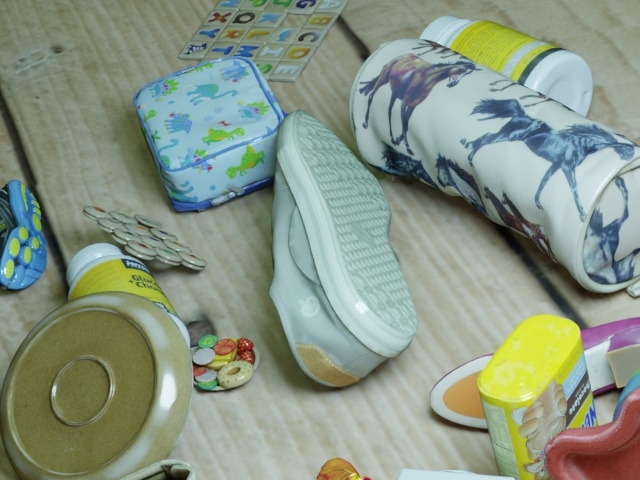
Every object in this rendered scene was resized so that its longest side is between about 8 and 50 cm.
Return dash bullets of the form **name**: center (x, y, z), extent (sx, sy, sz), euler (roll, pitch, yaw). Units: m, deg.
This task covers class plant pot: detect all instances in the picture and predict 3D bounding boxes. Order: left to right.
- **plant pot**: center (-0.244, 0.161, 1.942), extent (0.236, 0.032, 0.236), euler (-9, 68, 23)

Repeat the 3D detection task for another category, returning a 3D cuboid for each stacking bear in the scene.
- **stacking bear**: center (0.363, 0.148, 1.730), extent (0.175, 0.164, 0.289), euler (-38, 4, 45)

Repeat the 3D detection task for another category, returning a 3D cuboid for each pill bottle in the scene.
- **pill bottle**: center (-0.222, 0.080, 2.070), extent (0.103, 0.103, 0.184), euler (-25, 39, -11)
- **pill bottle**: center (0.217, -0.198, 2.243), extent (0.119, 0.119, 0.208), euler (-37, 43, -25)

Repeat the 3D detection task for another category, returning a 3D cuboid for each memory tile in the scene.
- **memory tile**: center (-0.207, -0.005, 2.184), extent (0.113, 0.012, 0.148), euler (13, 14, -40)

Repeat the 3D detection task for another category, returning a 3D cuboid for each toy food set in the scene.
- **toy food set**: center (-0.108, 0.134, 2.027), extent (0.083, 0.020, 0.083), euler (-3, 40, 17)

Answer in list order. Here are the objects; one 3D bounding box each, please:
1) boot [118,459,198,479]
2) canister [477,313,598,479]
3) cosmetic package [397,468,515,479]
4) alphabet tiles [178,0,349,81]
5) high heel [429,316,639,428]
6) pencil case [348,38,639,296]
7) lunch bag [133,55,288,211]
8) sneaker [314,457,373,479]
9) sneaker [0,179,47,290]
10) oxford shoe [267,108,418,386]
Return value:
- **boot**: center (-0.093, 0.274, 1.728), extent (0.213, 0.165, 0.077), euler (-11, 38, 6)
- **canister**: center (0.209, 0.169, 1.744), extent (0.073, 0.170, 0.126), euler (15, 47, 34)
- **cosmetic package**: center (0.101, 0.318, 1.671), extent (0.117, 0.085, 0.231), euler (3, 40, 23)
- **alphabet tiles**: center (-0.093, -0.269, 2.538), extent (0.198, 0.009, 0.237), euler (5, 42, 25)
- **high heel**: center (0.234, 0.129, 1.885), extent (0.244, 0.082, 0.117), euler (-20, 5, 17)
- **pencil case**: center (0.215, -0.083, 2.057), extent (0.160, 0.183, 0.410), euler (-39, 45, -19)
- **lunch bag**: center (-0.130, -0.136, 2.318), extent (0.176, 0.090, 0.219), euler (-22, 38, -5)
- **sneaker**: center (0.033, 0.247, 1.767), extent (0.067, 0.064, 0.175), euler (-56, 14, 12)
- **sneaker**: center (-0.383, 0.003, 2.272), extent (0.078, 0.067, 0.188), euler (-32, 37, 14)
- **oxford shoe**: center (0.000, 0.000, 2.066), extent (0.130, 0.169, 0.449), euler (-46, 29, 22)
